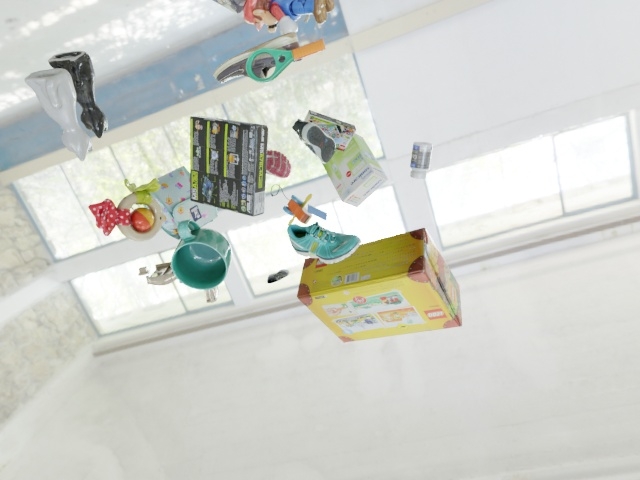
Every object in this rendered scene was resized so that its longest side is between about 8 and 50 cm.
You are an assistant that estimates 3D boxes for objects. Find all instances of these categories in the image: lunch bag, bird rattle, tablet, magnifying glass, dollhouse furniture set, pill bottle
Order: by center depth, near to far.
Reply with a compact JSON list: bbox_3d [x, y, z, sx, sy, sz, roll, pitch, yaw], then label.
[{"bbox_3d":[-0.098,-0.506,1.216,0.230,0.092,0.026,-15,-179,10],"label":"magnifying glass"},{"bbox_3d":[-0.611,-0.089,1.447,0.143,0.207,0.254,-8,-141,30],"label":"bird rattle"},{"bbox_3d":[-0.012,-0.107,1.663,0.083,0.054,0.006,25,-118,9],"label":"tablet"},{"bbox_3d":[0.397,-0.319,1.742,0.078,0.137,0.078,4,-160,-1],"label":"pill bottle"},{"bbox_3d":[-0.586,-0.149,1.841,0.223,0.262,0.160,-42,180,-45],"label":"lunch bag"},{"bbox_3d":[-0.652,0.210,1.960,0.355,0.174,0.303,-10,-167,-5],"label":"dollhouse furniture set"}]

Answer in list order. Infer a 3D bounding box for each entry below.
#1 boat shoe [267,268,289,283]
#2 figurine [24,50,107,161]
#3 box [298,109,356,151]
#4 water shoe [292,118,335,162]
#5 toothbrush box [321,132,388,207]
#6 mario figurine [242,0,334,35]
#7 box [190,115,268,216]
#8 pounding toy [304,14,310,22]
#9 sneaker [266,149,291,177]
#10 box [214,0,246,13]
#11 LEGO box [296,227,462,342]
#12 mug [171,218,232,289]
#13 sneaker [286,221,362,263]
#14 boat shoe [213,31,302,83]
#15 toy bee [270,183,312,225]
[{"bbox_3d":[-0.209,0.180,2.157,0.142,0.049,0.040,-23,-147,36],"label":"boat shoe"},{"bbox_3d":[-0.595,-0.324,1.072,0.092,0.210,0.215,-7,-141,0],"label":"figurine"},{"bbox_3d":[0.027,-0.435,1.750,0.206,0.114,0.036,12,-137,-23],"label":"box"},{"bbox_3d":[-0.016,-0.307,1.326,0.080,0.203,0.073,37,-91,25],"label":"water shoe"},{"bbox_3d":[0.149,-0.330,2.018,0.206,0.283,0.122,-42,148,28],"label":"toothbrush box"},{"bbox_3d":[-0.115,-0.765,1.491,0.320,0.170,0.198,9,-163,22],"label":"mario figurine"},{"bbox_3d":[-0.201,-0.161,0.942,0.184,0.191,0.045,15,-159,29],"label":"box"},{"bbox_3d":[-0.102,-1.030,1.879,0.206,0.181,0.094,-20,166,5],"label":"pounding toy"},{"bbox_3d":[-0.280,-0.387,2.115,0.112,0.299,0.121,-15,-126,69],"label":"sneaker"},{"bbox_3d":[-0.304,-1.040,1.659,0.318,0.097,0.395,-42,-127,-6],"label":"box"},{"bbox_3d":[0.224,0.191,1.648,0.500,0.372,0.193,-15,-136,28],"label":"LEGO box"},{"bbox_3d":[-0.270,0.025,1.023,0.129,0.158,0.097,14,-151,-8],"label":"mug"},{"bbox_3d":[0.000,0.000,1.368,0.275,0.110,0.107,4,-135,39],"label":"sneaker"},{"bbox_3d":[-0.187,-0.525,1.313,0.285,0.092,0.103,-19,-163,16],"label":"boat shoe"},{"bbox_3d":[-0.113,-0.183,2.283,0.195,0.298,0.162,-35,148,25],"label":"toy bee"}]
